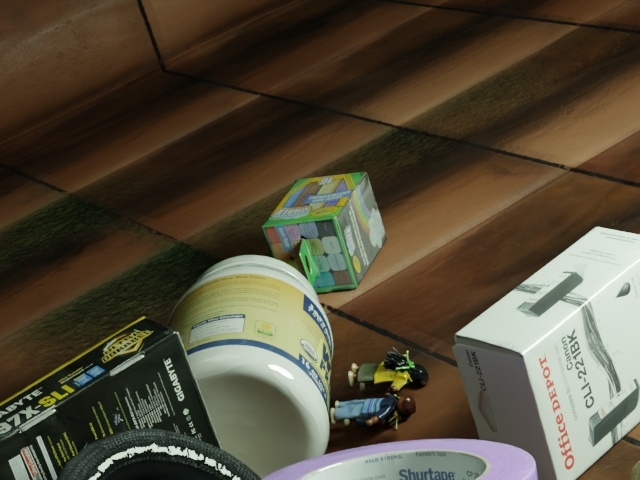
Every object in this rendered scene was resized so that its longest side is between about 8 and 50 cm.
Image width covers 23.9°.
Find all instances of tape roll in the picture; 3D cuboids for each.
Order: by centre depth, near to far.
[{"bbox_3d":[0.071,0.264,1.423,0.274,0.090,0.275,-8,6,1],"label":"tape roll"}]

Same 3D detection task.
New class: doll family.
[{"bbox_3d":[0.088,0.199,1.974,0.111,0.076,0.193,-3,32,21],"label":"doll family"}]

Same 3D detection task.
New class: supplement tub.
[{"bbox_3d":[-0.098,0.172,1.961,0.228,0.228,0.316,-14,25,9],"label":"supplement tub"}]

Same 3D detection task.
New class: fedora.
[{"bbox_3d":[-0.168,0.365,1.583,0.152,0.334,0.334,-40,5,41],"label":"fedora"}]

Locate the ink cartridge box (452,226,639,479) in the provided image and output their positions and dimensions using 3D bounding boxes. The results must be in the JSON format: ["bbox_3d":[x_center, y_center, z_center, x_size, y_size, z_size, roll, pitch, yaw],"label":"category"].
[{"bbox_3d":[0.304,0.137,1.790,0.273,0.197,0.114,-34,28,-30],"label":"ink cartridge box"}]

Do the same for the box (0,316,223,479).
[{"bbox_3d":[-0.229,0.286,1.695,0.257,0.322,0.079,-32,28,-27],"label":"box"}]

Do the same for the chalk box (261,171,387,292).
[{"bbox_3d":[0.000,0.000,2.383,0.132,0.132,0.213,-6,26,25],"label":"chalk box"}]

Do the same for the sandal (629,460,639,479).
[{"bbox_3d":[0.453,0.265,1.593,0.240,0.088,0.079,0,-3,21],"label":"sandal"}]
